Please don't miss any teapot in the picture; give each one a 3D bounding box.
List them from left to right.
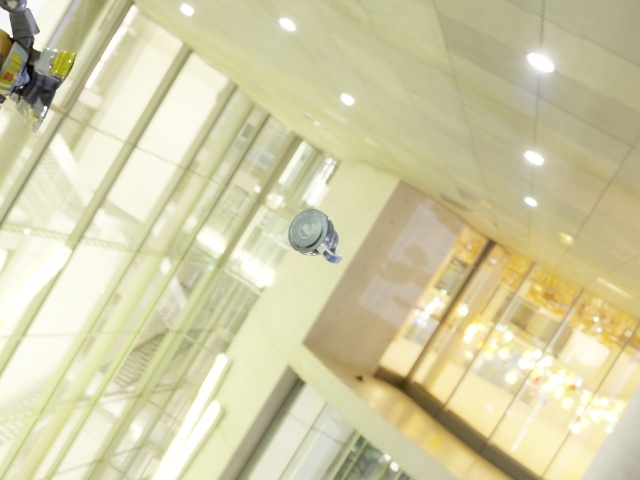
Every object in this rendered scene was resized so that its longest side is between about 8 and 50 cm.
[{"bbox_3d":[0.000,0.000,1.101,0.088,0.066,0.057,52,-166,33],"label":"teapot"}]

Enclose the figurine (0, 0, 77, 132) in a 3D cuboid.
[{"bbox_3d":[-0.734,-0.402,1.798,0.285,0.342,0.167,28,177,-24],"label":"figurine"}]
